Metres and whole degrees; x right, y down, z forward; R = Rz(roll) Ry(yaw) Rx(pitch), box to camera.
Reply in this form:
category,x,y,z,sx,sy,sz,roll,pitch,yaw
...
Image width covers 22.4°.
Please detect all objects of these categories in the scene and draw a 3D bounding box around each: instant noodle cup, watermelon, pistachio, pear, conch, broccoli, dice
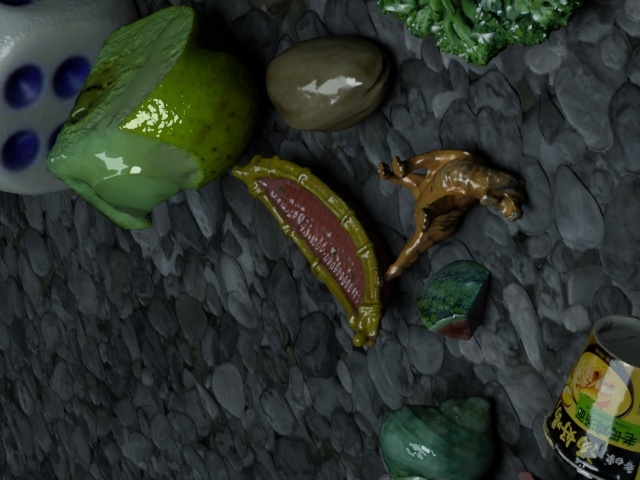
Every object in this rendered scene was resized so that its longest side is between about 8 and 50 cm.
category,x,y,z,sx,sy,sz,roll,pitch,yaw
instant noodle cup,0.298,0.149,1.524,0.151,0.151,0.122,40,124,42
watermelon,0.155,0.063,1.789,0.092,0.072,0.084,-36,55,17
pistachio,0.011,-0.181,1.850,0.108,0.126,0.185,40,162,-34
pear,-0.182,-0.167,2.068,0.282,0.286,0.176,-24,126,41
conch,0.138,0.265,1.835,0.176,0.122,0.188,44,140,46
broccoli,0.136,-0.297,1.490,0.269,0.241,0.261,30,114,11
dice,-0.434,-0.268,2.342,0.304,0.277,0.304,45,136,36

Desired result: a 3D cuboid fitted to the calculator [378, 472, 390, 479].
category,x,y,z,sx,sy,sz,roll,pitch,yaw
calculator,0.129,0.426,2.009,0.294,0.043,0.194,59,147,28

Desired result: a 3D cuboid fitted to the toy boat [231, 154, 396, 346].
category,x,y,z,sx,sy,sz,roll,pitch,yaw
toy boat,0.006,0.000,1.944,0.318,0.099,0.141,53,146,34

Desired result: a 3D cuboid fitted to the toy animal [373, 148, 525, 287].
category,x,y,z,sx,sy,sz,roll,pitch,yaw
toy animal,0.121,-0.028,1.769,0.255,0.116,0.114,127,135,-62

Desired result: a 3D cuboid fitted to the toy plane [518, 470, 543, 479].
category,x,y,z,sx,sy,sz,roll,pitch,yaw
toy plane,0.283,0.356,1.669,0.326,0.104,0.222,8,112,55
